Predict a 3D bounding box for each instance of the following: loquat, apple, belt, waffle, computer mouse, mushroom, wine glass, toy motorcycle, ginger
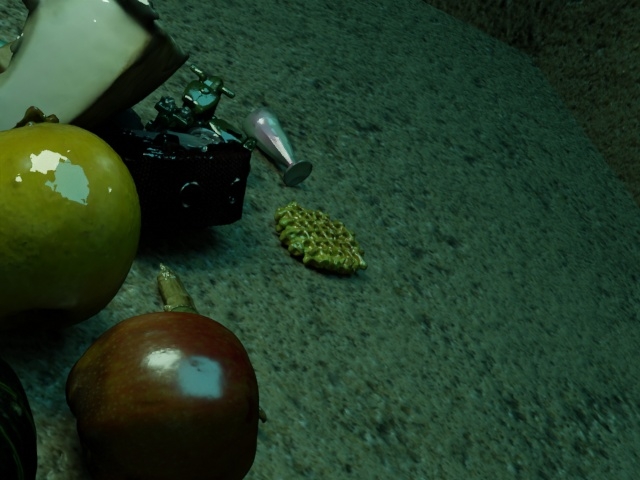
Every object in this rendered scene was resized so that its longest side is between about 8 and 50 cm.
[{"bbox_3d":[-0.347,-0.026,1.552,0.274,0.275,0.275,28,26,-15],"label":"loquat"},{"bbox_3d":[-0.182,0.193,1.459,0.230,0.230,0.230,28,26,-15],"label":"apple"},{"bbox_3d":[-0.232,-0.082,1.942,0.184,0.164,0.289,21,15,36],"label":"belt"},{"bbox_3d":[-0.003,-0.003,2.216,0.191,0.038,0.191,28,26,-15],"label":"waffle"},{"bbox_3d":[-0.375,-0.228,2.122,0.192,0.062,0.106,14,32,-35],"label":"computer mouse"},{"bbox_3d":[-0.359,-0.241,1.881,0.224,0.314,0.397,40,3,3],"label":"mushroom"},{"bbox_3d":[-0.079,-0.178,2.387,0.073,0.073,0.155,5,38,-47],"label":"wine glass"},{"bbox_3d":[-0.190,-0.183,2.198,0.205,0.127,0.275,34,28,3],"label":"toy motorcycle"},{"bbox_3d":[-0.201,0.089,1.808,0.057,0.044,0.137,2,35,-21],"label":"ginger"}]

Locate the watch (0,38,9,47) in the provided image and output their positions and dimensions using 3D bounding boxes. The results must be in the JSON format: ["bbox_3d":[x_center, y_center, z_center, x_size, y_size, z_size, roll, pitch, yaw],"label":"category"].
[{"bbox_3d":[-0.543,-0.261,1.974,0.237,0.068,0.195,26,28,-27],"label":"watch"}]

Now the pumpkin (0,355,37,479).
[{"bbox_3d":[-0.413,0.184,1.137,0.323,0.241,0.323,30,23,-14],"label":"pumpkin"}]

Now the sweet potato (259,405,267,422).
[{"bbox_3d":[-0.157,0.184,1.681,0.205,0.060,0.068,31,63,-11],"label":"sweet potato"}]
